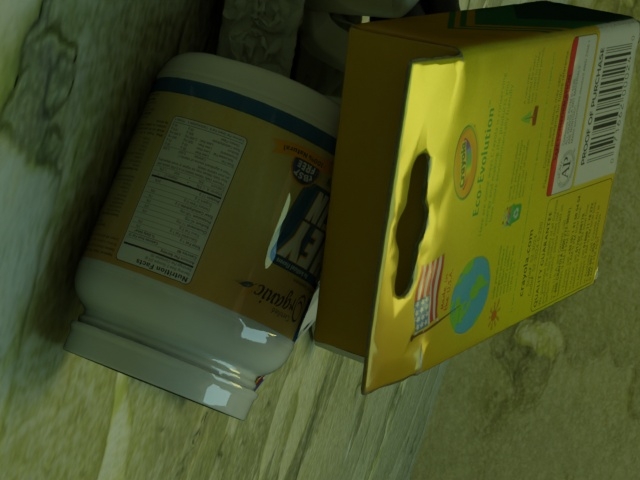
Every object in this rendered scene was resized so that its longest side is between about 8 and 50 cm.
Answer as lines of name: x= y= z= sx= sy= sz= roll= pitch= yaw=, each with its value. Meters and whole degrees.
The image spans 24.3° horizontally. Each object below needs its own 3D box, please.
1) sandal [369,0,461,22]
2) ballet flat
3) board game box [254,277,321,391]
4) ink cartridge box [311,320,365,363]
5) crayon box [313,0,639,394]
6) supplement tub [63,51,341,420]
sandal: x=0.063 y=-0.153 z=1.091 sx=0.097 sy=0.054 sz=0.254 roll=-17 pitch=-100 yaw=56
ballet flat: x=-0.001 y=-0.157 z=1.008 sx=0.409 sy=0.147 sz=0.147 roll=97 pitch=17 yaw=-48
board game box: x=0.000 y=0.000 z=1.222 sx=0.305 sy=0.053 sz=0.193 roll=-49 pitch=168 yaw=-8
ink cartridge box: x=0.066 y=0.012 z=1.712 sx=0.134 sy=0.078 sz=0.231 roll=80 pitch=31 yaw=-67
crayon box: x=0.095 y=-0.042 z=0.951 sx=0.318 sy=0.081 sz=0.202 roll=-17 pitch=119 yaw=-55
supplement tub: x=-0.067 y=-0.002 z=0.931 sx=0.144 sy=0.144 sz=0.199 roll=53 pitch=57 yaw=-76
